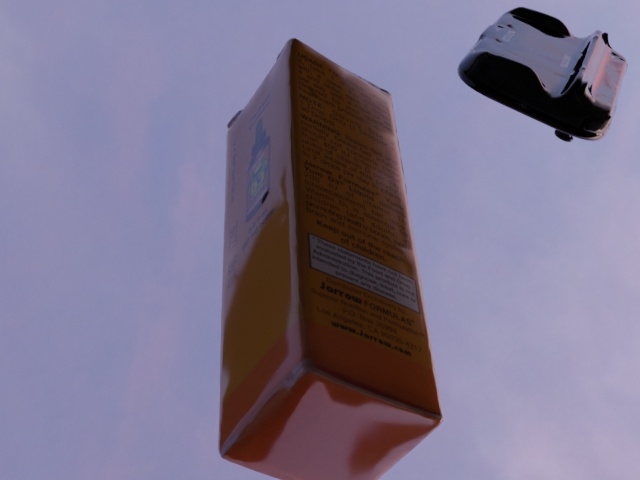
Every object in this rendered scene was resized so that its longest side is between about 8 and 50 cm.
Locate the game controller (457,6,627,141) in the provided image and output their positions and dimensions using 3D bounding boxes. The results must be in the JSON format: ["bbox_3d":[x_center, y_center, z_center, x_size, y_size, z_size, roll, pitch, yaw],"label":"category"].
[{"bbox_3d":[0.251,-0.189,1.302,0.166,0.067,0.319,18,-155,11],"label":"game controller"}]

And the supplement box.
[{"bbox_3d":[-0.001,0.005,0.585,0.080,0.078,0.233,22,-141,-25],"label":"supplement box"}]
